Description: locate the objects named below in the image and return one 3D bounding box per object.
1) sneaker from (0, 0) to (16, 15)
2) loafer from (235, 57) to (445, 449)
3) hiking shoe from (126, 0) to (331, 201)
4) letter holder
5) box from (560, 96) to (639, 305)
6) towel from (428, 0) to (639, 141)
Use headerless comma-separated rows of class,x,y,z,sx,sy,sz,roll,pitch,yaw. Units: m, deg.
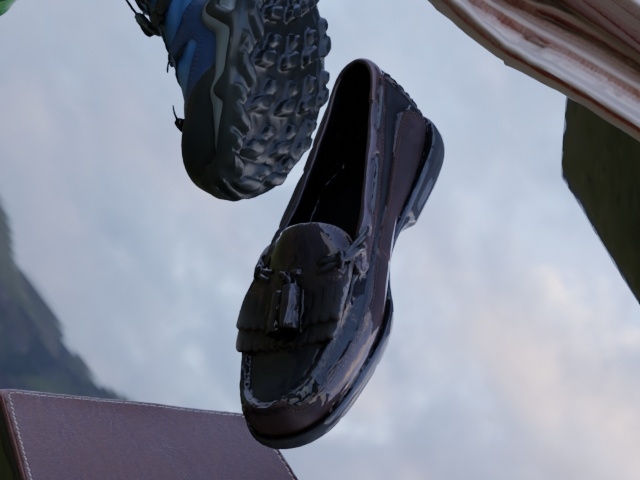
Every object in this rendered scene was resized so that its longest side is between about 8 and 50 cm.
sneaker,-0.236,-0.264,1.263,0.109,0.295,0.123,23,-57,-17
loafer,0.000,0.000,1.177,0.109,0.302,0.095,-7,-48,32
hiking shoe,-0.072,-0.152,1.107,0.132,0.304,0.113,-13,-32,24
letter holder,-0.106,0.253,1.157,0.302,0.214,0.152,-121,-136,-52
box,0.470,-0.211,1.398,0.297,0.472,0.479,-109,-164,-59
towel,0.212,-0.027,0.632,0.317,0.332,0.053,40,-68,17
